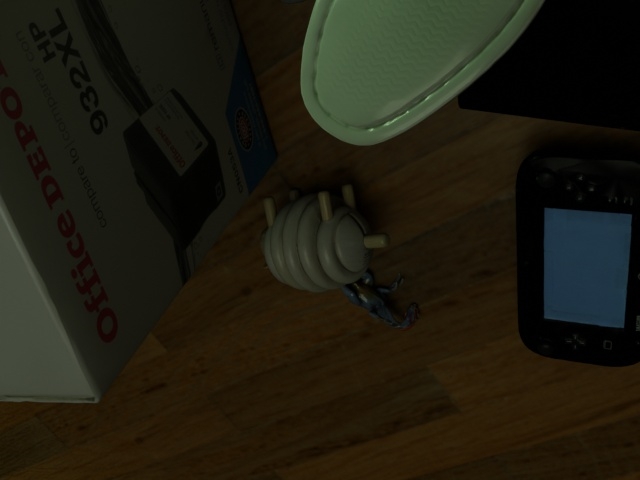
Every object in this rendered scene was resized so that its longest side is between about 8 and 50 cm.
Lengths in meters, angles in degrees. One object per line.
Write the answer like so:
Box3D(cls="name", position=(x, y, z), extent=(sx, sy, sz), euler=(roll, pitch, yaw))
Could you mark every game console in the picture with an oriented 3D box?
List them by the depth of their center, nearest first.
Box3D(cls="game console", position=(0.206, -0.044, 0.585), extent=(0.213, 0.044, 0.361), euler=(12, 131, 29))

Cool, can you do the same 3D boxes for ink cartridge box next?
Box3D(cls="ink cartridge box", position=(-0.162, -0.075, 0.556), extent=(0.129, 0.307, 0.223), euler=(-3, 122, 22))

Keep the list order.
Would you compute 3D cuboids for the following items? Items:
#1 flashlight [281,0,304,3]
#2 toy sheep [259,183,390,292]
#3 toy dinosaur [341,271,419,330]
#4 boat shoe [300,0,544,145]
Box3D(cls="flashlight", position=(-0.048, -0.280, 0.433), extent=(0.103, 0.103, 0.304), euler=(24, 142, 44))
Box3D(cls="toy sheep", position=(0.000, 0.000, 0.688), extent=(0.132, 0.091, 0.091), euler=(-2, 123, 43))
Box3D(cls="toy dinosaur", position=(0.049, 0.049, 0.745), extent=(0.090, 0.047, 0.082), euler=(10, 144, 55))
Box3D(cls="boat shoe", position=(0.103, -0.179, 0.459), extent=(0.114, 0.091, 0.302), euler=(43, 104, 13))
